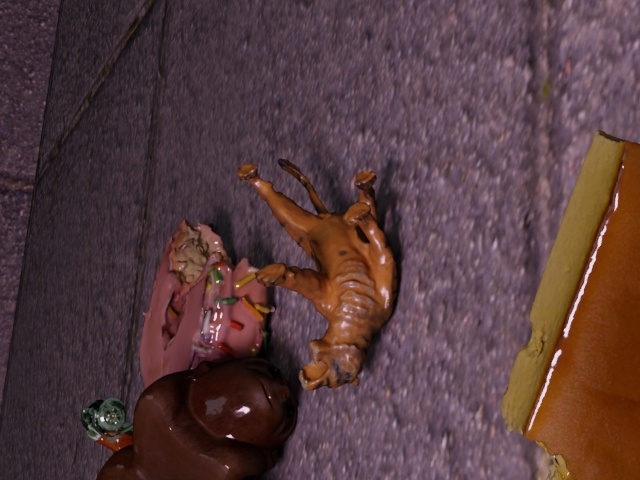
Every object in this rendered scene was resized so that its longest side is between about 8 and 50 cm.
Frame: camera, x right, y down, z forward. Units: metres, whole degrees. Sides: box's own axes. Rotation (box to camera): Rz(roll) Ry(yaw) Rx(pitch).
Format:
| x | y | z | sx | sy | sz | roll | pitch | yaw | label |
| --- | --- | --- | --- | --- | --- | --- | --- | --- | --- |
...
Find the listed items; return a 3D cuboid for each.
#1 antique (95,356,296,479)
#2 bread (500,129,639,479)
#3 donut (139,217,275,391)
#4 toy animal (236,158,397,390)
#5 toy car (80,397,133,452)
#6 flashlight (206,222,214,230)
| x | y | z | sx | sy | sz | roll | pitch | yaw | label |
| --- | --- | --- | --- | --- | --- | --- | --- | --- | --- |
| -0.109 | 0.198 | 1.177 | 0.121 | 0.143 | 0.257 | 43 | 131 | 14 | antique |
| 0.147 | 0.061 | 0.663 | 0.049 | 0.088 | 0.226 | 43 | 117 | 64 | bread |
| -0.121 | 0.092 | 1.316 | 0.233 | 0.085 | 0.199 | -142 | 66 | -66 | donut |
| 0.008 | -0.002 | 1.061 | 0.255 | 0.114 | 0.116 | -103 | -11 | -55 | toy animal |
| -0.182 | 0.211 | 1.331 | 0.073 | 0.143 | 0.054 | -12 | 51 | 65 | toy car |
| -0.152 | 0.029 | 1.502 | 0.031 | 0.052 | 0.110 | 40 | 130 | 26 | flashlight |
